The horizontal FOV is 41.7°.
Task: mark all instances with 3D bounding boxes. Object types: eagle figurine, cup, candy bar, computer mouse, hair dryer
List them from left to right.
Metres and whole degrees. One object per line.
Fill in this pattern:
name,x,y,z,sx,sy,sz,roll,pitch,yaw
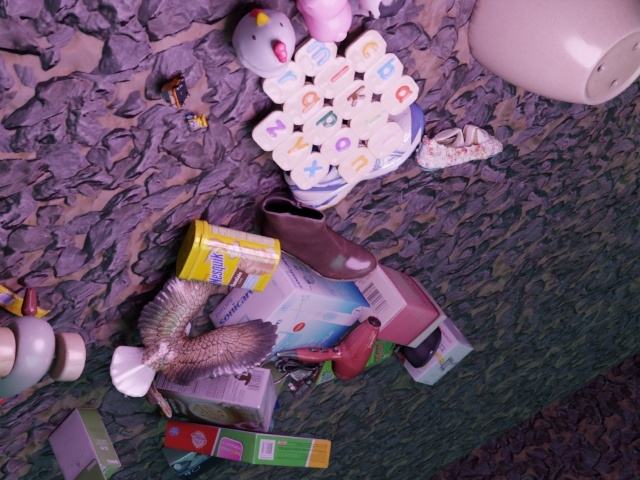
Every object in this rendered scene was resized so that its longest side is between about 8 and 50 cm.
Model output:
candy bar,-0.533,0.110,1.470,0.040,0.018,0.161,-36,149,1
eagle figurine,-0.270,0.189,1.679,0.298,0.225,0.226,-33,137,15
hair dryer,0.021,0.271,1.917,0.293,0.080,0.223,-35,149,5
computer mouse,0.263,0.262,2.297,0.188,0.072,0.272,-53,-175,10
cup,0.478,-0.390,1.570,0.331,0.237,0.331,-25,147,-17

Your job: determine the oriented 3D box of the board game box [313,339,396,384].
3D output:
board game box,0.103,0.321,2.348,0.259,0.039,0.124,-12,142,-30

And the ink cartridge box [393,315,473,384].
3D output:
ink cartridge box,0.332,0.317,2.474,0.176,0.128,0.127,-44,147,12

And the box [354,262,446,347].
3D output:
box,0.188,0.165,2.112,0.127,0.149,0.232,-46,148,16

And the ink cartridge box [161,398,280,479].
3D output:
ink cartridge box,-0.248,0.519,2.250,0.332,0.065,0.165,-31,148,-10

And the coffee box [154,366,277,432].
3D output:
coffee box,-0.231,0.335,1.854,0.246,0.098,0.141,7,145,11

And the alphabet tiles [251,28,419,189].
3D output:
alphabet tiles,0.027,-0.226,1.470,0.278,0.021,0.284,-40,128,6

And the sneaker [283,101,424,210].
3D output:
sneaker,0.065,-0.172,1.582,0.296,0.112,0.131,-38,148,3

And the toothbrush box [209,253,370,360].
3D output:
toothbrush box,-0.064,0.157,1.882,0.216,0.126,0.295,-46,146,18

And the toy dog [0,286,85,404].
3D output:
toy dog,-0.550,0.195,1.459,0.333,0.161,0.220,-21,152,24

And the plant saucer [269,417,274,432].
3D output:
plant saucer,-0.179,0.547,2.391,0.119,0.021,0.119,-24,146,-18

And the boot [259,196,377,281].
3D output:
boot,0.000,0.000,1.636,0.207,0.248,0.090,102,4,-71

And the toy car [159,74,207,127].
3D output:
toy car,-0.219,-0.204,1.322,0.040,0.060,0.122,-5,142,11

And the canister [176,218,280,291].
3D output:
canister,-0.174,0.032,1.597,0.170,0.073,0.126,12,132,-21

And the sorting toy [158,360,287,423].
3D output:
sorting toy,-0.232,0.364,2.063,0.307,0.041,0.229,11,118,-37

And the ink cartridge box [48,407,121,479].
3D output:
ink cartridge box,-0.499,0.476,1.807,0.109,0.209,0.062,-45,147,16

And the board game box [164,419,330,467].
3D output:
board game box,-0.173,0.474,1.965,0.316,0.064,0.242,-4,164,44

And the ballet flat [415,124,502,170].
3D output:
ballet flat,0.305,-0.206,1.801,0.241,0.091,0.077,-17,122,-34

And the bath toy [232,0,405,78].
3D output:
bath toy,0.025,-0.368,1.268,0.348,0.129,0.151,-33,115,-6
